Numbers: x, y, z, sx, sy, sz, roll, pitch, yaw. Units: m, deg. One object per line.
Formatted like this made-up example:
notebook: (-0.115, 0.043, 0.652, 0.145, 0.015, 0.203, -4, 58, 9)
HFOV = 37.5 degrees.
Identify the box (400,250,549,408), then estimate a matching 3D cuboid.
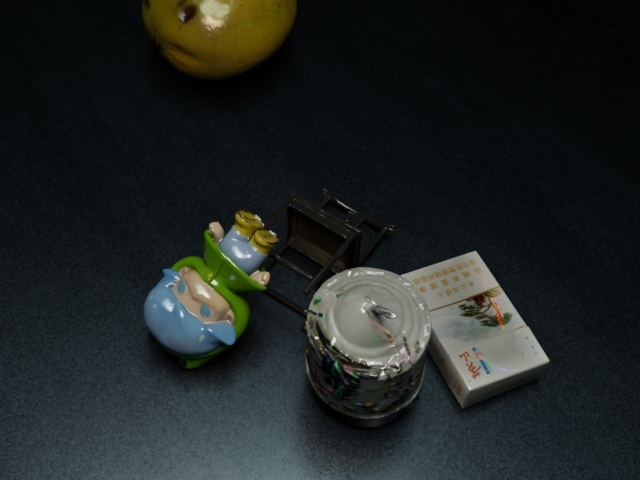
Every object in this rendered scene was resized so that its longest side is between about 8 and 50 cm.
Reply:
box: (0.240, 0.140, 1.519, 0.149, 0.067, 0.233, -19, 57, -17)

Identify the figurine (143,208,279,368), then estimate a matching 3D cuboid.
figurine: (-0.164, 0.075, 1.441, 0.162, 0.263, 0.143, 42, 19, 8)

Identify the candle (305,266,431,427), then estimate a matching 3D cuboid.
candle: (0.069, 0.139, 1.352, 0.187, 0.330, 0.187, 0, 60, 0)

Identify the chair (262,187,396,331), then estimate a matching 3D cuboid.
chair: (0.000, 0.000, 1.566, 0.154, 0.141, 0.260, 31, 60, 17)

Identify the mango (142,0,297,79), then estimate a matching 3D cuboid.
mango: (-0.179, -0.500, 1.878, 0.301, 0.220, 0.445, 17, 50, 11)
